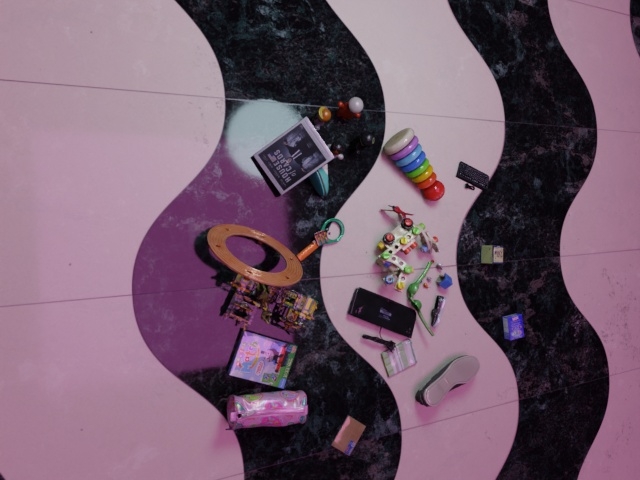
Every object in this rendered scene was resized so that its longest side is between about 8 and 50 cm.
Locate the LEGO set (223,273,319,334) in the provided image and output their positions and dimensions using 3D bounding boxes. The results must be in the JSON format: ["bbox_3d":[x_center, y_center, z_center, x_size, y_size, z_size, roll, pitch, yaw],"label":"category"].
[{"bbox_3d":[-0.184,0.237,1.449,0.331,0.255,0.192,27,79,-17],"label":"LEGO set"}]

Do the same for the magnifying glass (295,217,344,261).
[{"bbox_3d":[0.000,0.000,1.652,0.231,0.026,0.092,-40,104,-21],"label":"magnifying glass"}]

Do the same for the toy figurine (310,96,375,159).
[{"bbox_3d":[0.081,-0.418,1.625,0.209,0.148,0.213,-20,97,-22],"label":"toy figurine"}]

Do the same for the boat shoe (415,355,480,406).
[{"bbox_3d":[0.541,0.594,1.847,0.335,0.095,0.112,-26,86,-26],"label":"boat shoe"}]

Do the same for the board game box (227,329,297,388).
[{"bbox_3d":[-0.206,0.428,1.545,0.211,0.039,0.160,22,81,-21],"label":"board game box"}]

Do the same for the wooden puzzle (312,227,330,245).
[{"bbox_3d":[0.004,-0.012,1.636,0.083,0.006,0.049,-22,97,-23],"label":"wooden puzzle"}]

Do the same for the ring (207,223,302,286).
[{"bbox_3d":[-0.215,0.050,1.417,0.336,0.337,0.032,20,112,-22],"label":"ring"}]

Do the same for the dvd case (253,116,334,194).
[{"bbox_3d":[-0.096,-0.303,1.552,0.238,0.029,0.179,-35,98,5],"label":"dvd case"}]

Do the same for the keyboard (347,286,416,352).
[{"bbox_3d":[0.247,0.332,1.746,0.317,0.033,0.202,24,73,-20],"label":"keyboard"}]

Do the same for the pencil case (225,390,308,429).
[{"bbox_3d":[-0.188,0.594,1.507,0.284,0.124,0.124,6,87,-24],"label":"pencil case"}]

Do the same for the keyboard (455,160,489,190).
[{"bbox_3d":[0.694,-0.281,1.955,0.180,0.023,0.108,20,81,-21],"label":"keyboard"}]

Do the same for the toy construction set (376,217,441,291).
[{"bbox_3d":[0.354,0.042,1.733,0.327,0.151,0.215,-34,78,-28],"label":"toy construction set"}]

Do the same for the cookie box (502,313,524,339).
[{"bbox_3d":[0.908,0.406,2.023,0.091,0.040,0.107,-7,92,-23],"label":"cookie box"}]

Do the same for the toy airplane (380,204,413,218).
[{"bbox_3d":[0.324,-0.115,1.741,0.151,0.151,0.028,21,83,-22],"label":"toy airplane"}]

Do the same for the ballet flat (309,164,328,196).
[{"bbox_3d":[-0.021,-0.287,1.616,0.087,0.083,0.247,-39,104,-24],"label":"ballet flat"}]

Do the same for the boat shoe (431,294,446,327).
[{"bbox_3d":[0.500,0.304,1.851,0.040,0.049,0.142,23,78,-2],"label":"boat shoe"}]

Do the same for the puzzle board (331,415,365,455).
[{"bbox_3d":[0.110,0.767,1.690,0.096,0.011,0.128,39,76,-19],"label":"puzzle board"}]

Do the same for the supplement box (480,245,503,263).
[{"bbox_3d":[0.777,0.064,1.950,0.056,0.083,0.083,2,88,-23],"label":"supplement box"}]

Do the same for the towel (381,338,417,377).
[{"bbox_3d":[0.330,0.488,1.783,0.152,0.023,0.113,-21,96,-22],"label":"towel"}]

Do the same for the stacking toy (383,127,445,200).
[{"bbox_3d":[0.410,-0.298,1.779,0.330,0.141,0.141,47,72,-19],"label":"stacking toy"}]

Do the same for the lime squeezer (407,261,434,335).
[{"bbox_3d":[0.418,0.244,1.802,0.109,0.059,0.311,4,81,-27],"label":"lime squeezer"}]

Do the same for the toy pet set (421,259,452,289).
[{"bbox_3d":[0.505,0.162,1.841,0.114,0.065,0.122,39,75,-18],"label":"toy pet set"}]
